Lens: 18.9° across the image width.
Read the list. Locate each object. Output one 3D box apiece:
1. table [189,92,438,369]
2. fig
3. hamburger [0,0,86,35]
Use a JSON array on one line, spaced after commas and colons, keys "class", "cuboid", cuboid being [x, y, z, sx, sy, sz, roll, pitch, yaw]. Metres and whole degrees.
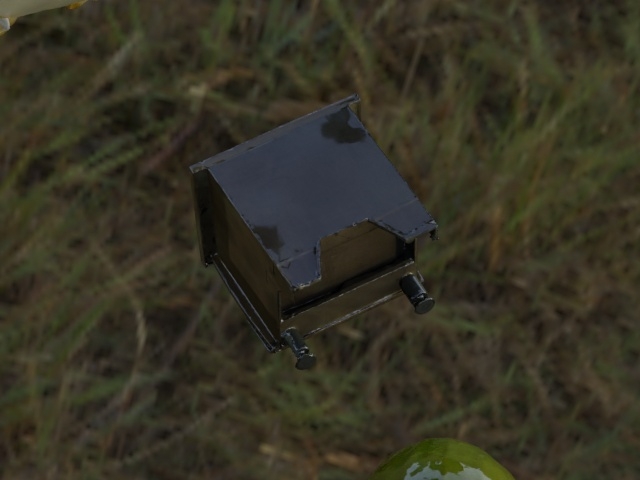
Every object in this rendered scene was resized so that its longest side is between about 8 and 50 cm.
[{"class": "table", "cuboid": [0.000, 0.000, 0.840, 0.083, 0.070, 0.082, -24, 55, -16]}, {"class": "fig", "cuboid": [0.042, 0.104, 0.674, 0.074, 0.074, 0.088, 11, 42, -7]}, {"class": "hamburger", "cuboid": [-0.121, -0.207, 0.611, 0.276, 0.179, 0.294, 33, 70, -19]}]
